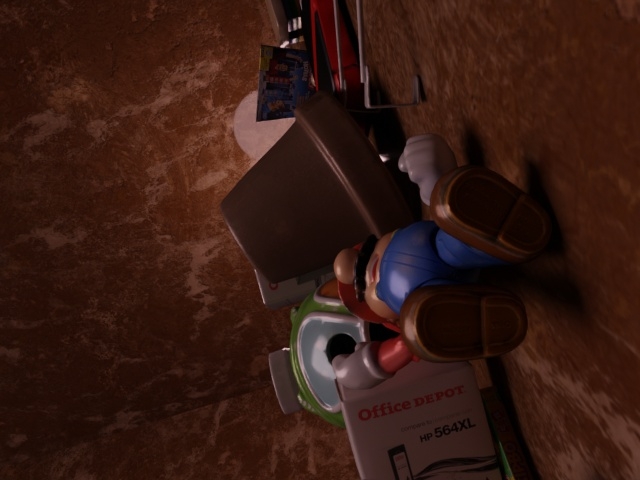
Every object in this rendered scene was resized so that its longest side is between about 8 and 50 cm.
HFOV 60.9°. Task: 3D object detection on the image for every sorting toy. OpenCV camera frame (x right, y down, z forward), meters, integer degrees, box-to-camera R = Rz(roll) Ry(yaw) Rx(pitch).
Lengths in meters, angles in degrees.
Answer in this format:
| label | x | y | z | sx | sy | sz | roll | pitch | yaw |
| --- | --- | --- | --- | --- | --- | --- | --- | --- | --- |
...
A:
| label | x | y | z | sx | sy | sz | roll | pitch | yaw |
| --- | --- | --- | --- | --- | --- | --- | --- | --- | --- |
| sorting toy | -0.091 | -0.604 | 1.296 | 0.257 | 0.089 | 0.255 | -116 | 9 | -85 |

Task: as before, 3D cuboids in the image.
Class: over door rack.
| label | x | y | z | sx | sy | sz | roll | pitch | yaw |
| --- | --- | --- | --- | --- | --- | --- | --- | --- | --- |
| over door rack | 0.006 | -0.298 | 0.634 | 0.239 | 0.108 | 0.324 | -108 | 1 | -77 |

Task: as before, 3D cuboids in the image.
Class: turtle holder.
| label | x | y | z | sx | sy | sz | roll | pitch | yaw |
| --- | --- | --- | --- | --- | --- | --- | --- | --- | --- |
| turtle holder | 0.078 | 0.201 | 0.861 | 0.227 | 0.243 | 0.320 | 138 | 143 | -64 |

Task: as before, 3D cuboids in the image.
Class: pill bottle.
| label | x | y | z | sx | sy | sz | roll | pitch | yaw |
| --- | --- | --- | --- | --- | --- | --- | --- | --- | --- |
| pill bottle | 0.057 | 0.244 | 1.089 | 0.169 | 0.302 | 0.169 | 163 | 90 | -89 |

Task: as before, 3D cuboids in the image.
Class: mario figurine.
| label | x | y | z | sx | sy | sz | roll | pitch | yaw |
| --- | --- | --- | --- | --- | --- | --- | --- | --- | --- |
| mario figurine | 0.066 | 0.031 | 0.501 | 0.170 | 0.198 | 0.320 | 52 | 172 | 4 |

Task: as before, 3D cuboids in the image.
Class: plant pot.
| label | x | y | z | sx | sy | sz | roll | pitch | yaw |
| --- | --- | --- | --- | --- | --- | --- | --- | --- | --- |
| plant pot | -0.020 | -0.057 | 0.823 | 0.263 | 0.229 | 0.263 | 58 | -179 | -1 |

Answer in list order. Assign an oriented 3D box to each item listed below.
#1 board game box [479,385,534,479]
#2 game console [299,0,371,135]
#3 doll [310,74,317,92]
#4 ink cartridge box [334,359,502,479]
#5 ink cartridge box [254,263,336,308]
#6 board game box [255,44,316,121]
| label | x | y | z | sx | sy | sz | roll | pitch | yaw |
| --- | --- | --- | --- | --- | --- | --- | --- | --- | --- |
| board game box | 0.210 | 0.260 | 0.690 | 0.259 | 0.039 | 0.124 | 71 | -178 | -68 |
| game console | 0.018 | -0.343 | 1.019 | 0.386 | 0.060 | 0.342 | 86 | 171 | -84 |
| doll | 0.015 | -0.319 | 1.291 | 0.189 | 0.046 | 0.129 | 74 | -167 | -50 |
| ink cartridge box | 0.113 | 0.239 | 0.609 | 0.086 | 0.148 | 0.203 | -118 | 12 | -85 |
| ink cartridge box | 0.000 | 0.000 | 1.052 | 0.115 | 0.273 | 0.198 | 79 | 174 | -78 |
| board game box | -0.061 | -0.390 | 1.381 | 0.060 | 0.194 | 0.194 | -95 | 12 | -55 |
